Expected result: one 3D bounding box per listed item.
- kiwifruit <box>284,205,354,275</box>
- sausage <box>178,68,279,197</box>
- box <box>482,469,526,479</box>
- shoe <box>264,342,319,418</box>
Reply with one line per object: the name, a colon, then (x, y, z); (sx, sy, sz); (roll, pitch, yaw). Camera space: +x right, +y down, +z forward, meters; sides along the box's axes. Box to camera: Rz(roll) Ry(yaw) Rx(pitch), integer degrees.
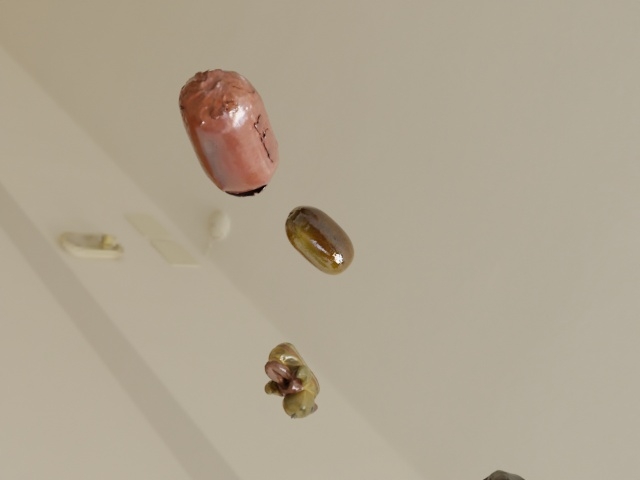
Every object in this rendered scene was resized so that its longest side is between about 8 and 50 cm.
kiwifruit: (0.000, 0.000, 1.345); (0.075, 0.075, 0.124); (-30, -70, 38)
sausage: (-0.079, -0.094, 0.793); (0.076, 0.141, 0.076); (-4, -125, 6)
box: (0.211, 0.529, 1.166); (0.350, 0.091, 0.359); (-62, -161, 25)
shoe: (-0.048, 0.210, 1.322); (0.072, 0.069, 0.109); (-5, -76, 25)
